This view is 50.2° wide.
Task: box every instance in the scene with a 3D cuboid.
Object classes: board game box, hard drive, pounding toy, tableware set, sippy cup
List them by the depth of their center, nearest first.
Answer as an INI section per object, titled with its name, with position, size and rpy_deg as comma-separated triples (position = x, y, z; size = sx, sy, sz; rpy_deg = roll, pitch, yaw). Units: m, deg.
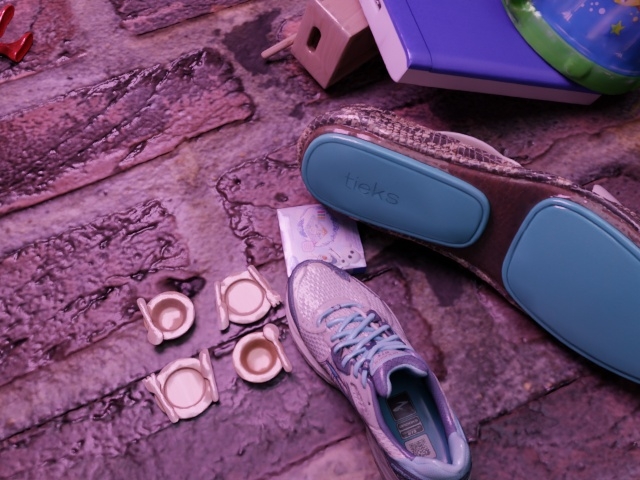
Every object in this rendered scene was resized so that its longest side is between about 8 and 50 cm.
[tableware set]
position = -0.113, 0.105, 0.731
size = 0.168, 0.020, 0.141
rpy_deg = -19, 64, -10
[board game box]
position = 0.000, 0.000, 0.787
size = 0.090, 0.020, 0.090
rpy_deg = -7, 63, -7
[sippy cup]
position = 0.372, -0.334, 0.809
size = 0.240, 0.224, 0.305
rpy_deg = 47, 49, 5
[hard drive]
position = 0.193, -0.269, 0.838
size = 0.318, 0.040, 0.210
rpy_deg = -2, 61, -32
[pounding toy]
position = 0.015, -0.271, 0.875
size = 0.130, 0.141, 0.100
rpy_deg = -38, 83, -26

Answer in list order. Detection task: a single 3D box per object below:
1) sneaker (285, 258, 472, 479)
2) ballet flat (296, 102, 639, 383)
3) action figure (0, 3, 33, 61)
[sneaker]
position = 0.061, 0.119, 0.668
size = 0.110, 0.122, 0.283
rpy_deg = -29, 67, -16
[ballet flat]
position = 0.208, -0.030, 0.743
size = 0.482, 0.164, 0.182
rpy_deg = 29, 39, 13
[action figure]
position = -0.516, -0.348, 0.924
size = 0.280, 0.091, 0.139
rpy_deg = 17, 70, 7
